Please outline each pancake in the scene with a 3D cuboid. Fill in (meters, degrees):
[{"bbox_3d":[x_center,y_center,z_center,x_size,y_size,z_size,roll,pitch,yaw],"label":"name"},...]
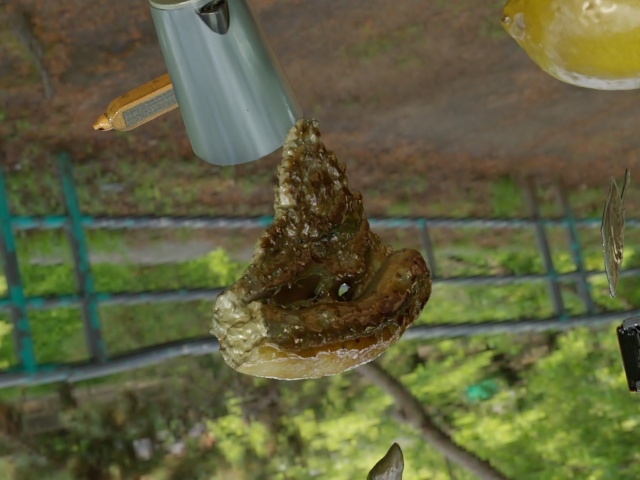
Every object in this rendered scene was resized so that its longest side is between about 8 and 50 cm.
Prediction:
[{"bbox_3d":[0.000,0.000,1.141,0.057,0.244,0.266,-17,169,41],"label":"pancake"}]

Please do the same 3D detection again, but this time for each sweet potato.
[{"bbox_3d":[0.063,0.285,1.381,0.038,0.153,0.041,26,-160,33],"label":"sweet potato"}]

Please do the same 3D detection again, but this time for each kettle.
[{"bbox_3d":[-0.144,-0.254,1.684,0.160,0.210,0.243,-28,127,-10],"label":"kettle"}]

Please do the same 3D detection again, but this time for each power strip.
[{"bbox_3d":[-0.250,-0.201,1.826,0.178,0.028,0.049,-29,146,-15],"label":"power strip"}]

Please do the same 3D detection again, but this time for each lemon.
[{"bbox_3d":[0.357,-0.289,1.462,0.263,0.236,0.236,14,178,20],"label":"lemon"}]

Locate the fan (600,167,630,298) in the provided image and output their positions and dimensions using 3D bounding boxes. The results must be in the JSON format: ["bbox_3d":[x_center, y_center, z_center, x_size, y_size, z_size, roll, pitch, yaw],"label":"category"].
[{"bbox_3d":[0.375,-0.029,1.588,0.009,0.132,0.220,0,-146,22],"label":"fan"}]

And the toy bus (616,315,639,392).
[{"bbox_3d":[0.408,0.104,1.332,0.088,0.083,0.194,1,164,-34],"label":"toy bus"}]
